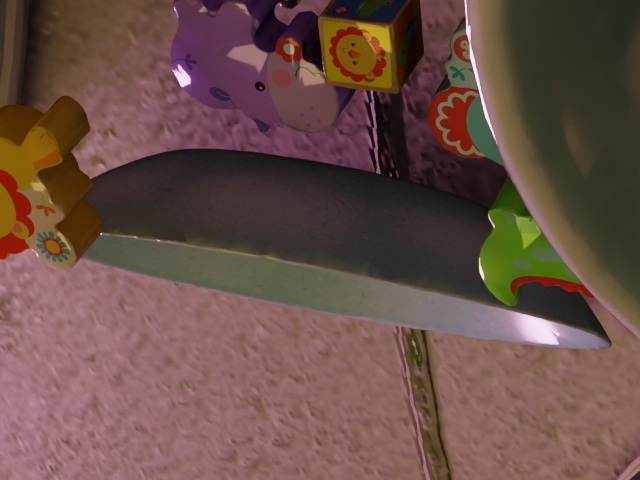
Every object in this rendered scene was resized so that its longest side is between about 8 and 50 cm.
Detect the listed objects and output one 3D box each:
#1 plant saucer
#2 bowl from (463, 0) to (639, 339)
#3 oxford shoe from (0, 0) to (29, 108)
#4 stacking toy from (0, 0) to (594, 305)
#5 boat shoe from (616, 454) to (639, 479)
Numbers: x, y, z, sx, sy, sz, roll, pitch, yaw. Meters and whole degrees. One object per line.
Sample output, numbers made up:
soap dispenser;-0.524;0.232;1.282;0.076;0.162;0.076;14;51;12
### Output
plant saucer;0.000;0.000;0.597;0.195;0.195;0.037;7;84;24
bowl;0.185;-0.100;0.349;0.312;0.163;0.311;3;140;3
oxford shoe;-0.166;-0.149;0.558;0.169;0.130;0.449;23;134;15
stacking toy;0.021;-0.044;0.517;0.221;0.167;0.052;10;128;22
boat shoe;0.117;0.161;0.691;0.080;0.073;0.223;27;134;7
